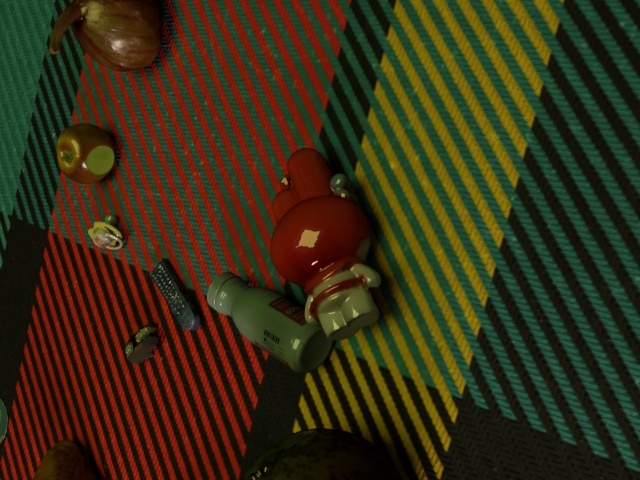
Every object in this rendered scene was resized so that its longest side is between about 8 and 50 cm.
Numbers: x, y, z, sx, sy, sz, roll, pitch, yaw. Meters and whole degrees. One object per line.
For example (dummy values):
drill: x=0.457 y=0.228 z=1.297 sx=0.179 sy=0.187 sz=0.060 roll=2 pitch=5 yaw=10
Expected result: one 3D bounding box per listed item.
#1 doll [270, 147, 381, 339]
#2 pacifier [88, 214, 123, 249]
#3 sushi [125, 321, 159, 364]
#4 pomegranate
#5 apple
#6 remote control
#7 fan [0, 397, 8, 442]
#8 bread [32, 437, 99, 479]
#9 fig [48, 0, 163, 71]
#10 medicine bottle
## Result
doll: x=0.000 y=0.000 z=1.240 sx=0.161 sy=0.130 sz=0.290 roll=-36 pitch=61 yaw=29
pacifier: x=-0.400 y=-0.019 z=1.594 sx=0.083 sy=0.068 sz=0.064 roll=-35 pitch=30 yaw=51
sushi: x=-0.319 y=0.183 z=1.526 sx=0.083 sy=0.044 sz=0.046 roll=-45 pitch=40 yaw=23
pomegranate: x=0.025 y=0.431 z=1.132 sx=0.285 sy=0.285 sz=0.340 roll=-31 pitch=102 yaw=31
apple: x=-0.453 y=-0.167 z=1.606 sx=0.099 sy=0.102 sz=0.114 roll=28 pitch=104 yaw=33
remote control: x=-0.255 y=0.099 z=1.486 sx=0.152 sy=0.027 sz=0.043 roll=52 pitch=122 yaw=29
fan: x=-0.722 y=0.414 z=1.821 sx=0.113 sy=0.005 sz=0.175 roll=35 pitch=106 yaw=33
bread: x=-0.474 y=0.498 z=1.550 sx=0.260 sy=0.134 sz=0.129 roll=49 pitch=115 yaw=29
fig: x=-0.391 y=-0.402 z=1.515 sx=0.175 sy=0.207 sz=0.175 roll=-4 pitch=85 yaw=47
medicine bottle: x=-0.083 y=0.122 z=1.314 sx=0.217 sy=0.090 sz=0.090 roll=28 pitch=103 yaw=36
